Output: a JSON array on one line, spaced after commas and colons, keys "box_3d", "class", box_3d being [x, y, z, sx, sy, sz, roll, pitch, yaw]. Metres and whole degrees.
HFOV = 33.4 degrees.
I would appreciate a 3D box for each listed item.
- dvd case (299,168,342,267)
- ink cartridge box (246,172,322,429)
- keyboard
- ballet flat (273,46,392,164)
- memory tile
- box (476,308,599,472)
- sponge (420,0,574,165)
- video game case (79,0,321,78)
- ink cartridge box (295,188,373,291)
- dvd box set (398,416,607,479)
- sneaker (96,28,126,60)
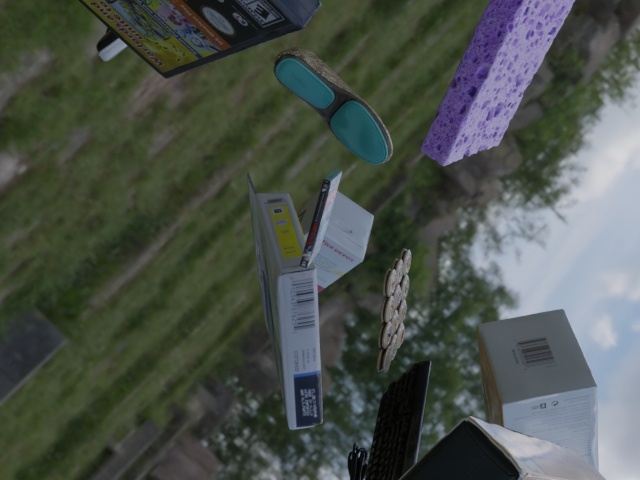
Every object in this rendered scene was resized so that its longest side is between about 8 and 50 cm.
[{"box_3d": [0.001, -0.029, 1.379, 0.087, 0.013, 0.119, -50, 156, -74], "class": "dvd case"}, {"box_3d": [-0.055, 0.088, 1.711, 0.072, 0.303, 0.307, -8, -146, -5], "class": "ink cartridge box"}, {"box_3d": [0.070, 0.309, 1.381, 0.201, 0.033, 0.317, -55, -169, 39], "class": "keyboard"}, {"box_3d": [0.025, -0.190, 1.449, 0.073, 0.206, 0.067, -36, -163, 31], "class": "ballet flat"}, {"box_3d": [0.099, 0.093, 1.423, 0.113, 0.012, 0.148, -44, 141, -62], "class": "memory tile"}, {"box_3d": [0.400, 0.333, 1.958, 0.168, 0.345, 0.215, -11, -145, 1], "class": "box"}, {"box_3d": [0.160, -0.165, 0.882, 0.117, 0.031, 0.210, -21, 142, -55], "class": "sponge"}, {"box_3d": [-0.163, -0.250, 0.848, 0.248, 0.275, 0.035, -3, -131, 57], "class": "video game case"}, {"box_3d": [0.000, 0.000, 2.147, 0.176, 0.128, 0.127, -36, -152, 44], "class": "ink cartridge box"}, {"box_3d": [0.091, 0.289, 0.893, 0.307, 0.062, 0.420, -48, 154, 6], "class": "dvd box set"}, {"box_3d": [-0.295, -0.372, 1.604, 0.079, 0.121, 0.217, -20, -152, 51], "class": "sneaker"}]
